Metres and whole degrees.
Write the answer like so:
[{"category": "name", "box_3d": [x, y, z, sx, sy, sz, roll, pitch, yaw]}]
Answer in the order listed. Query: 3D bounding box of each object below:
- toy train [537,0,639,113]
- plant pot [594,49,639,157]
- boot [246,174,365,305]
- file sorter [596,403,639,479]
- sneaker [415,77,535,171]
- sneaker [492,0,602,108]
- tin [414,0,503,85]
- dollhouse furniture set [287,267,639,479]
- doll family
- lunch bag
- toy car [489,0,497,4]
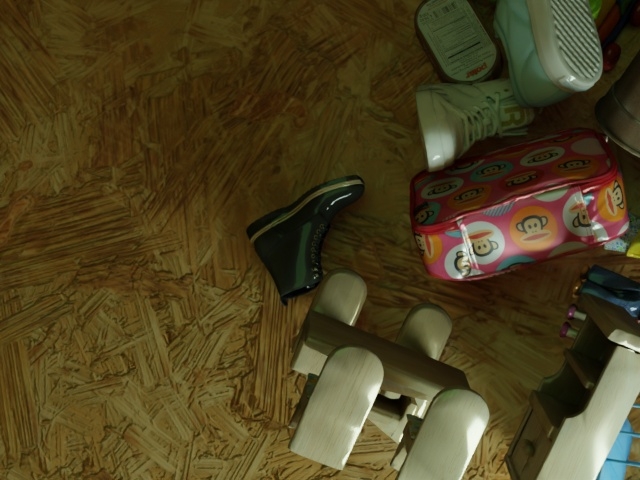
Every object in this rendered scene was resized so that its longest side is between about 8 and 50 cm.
[{"category": "toy train", "box_3d": [0.395, -0.316, 1.733, 0.105, 0.143, 0.248, 31, 78, 23]}, {"category": "plant pot", "box_3d": [0.495, -0.218, 1.619, 0.167, 0.165, 0.167, 12, 40, -10]}, {"category": "boot", "box_3d": [0.000, 0.000, 1.752, 0.198, 0.077, 0.137, -30, 68, 15]}, {"category": "file sorter", "box_3d": [0.411, 0.304, 1.469, 0.105, 0.118, 0.170, 5, 61, 28]}, {"category": "sneaker", "box_3d": [0.225, -0.180, 1.668, 0.169, 0.292, 0.108, -5, 111, 9]}, {"category": "sneaker", "box_3d": [0.295, -0.360, 1.668, 0.150, 0.135, 0.365, -29, 55, 48]}, {"category": "tin", "box_3d": [0.217, -0.317, 1.839, 0.106, 0.040, 0.189, -28, 65, 6]}, {"category": "dollhouse furniture set", "box_3d": [0.178, 0.150, 1.458, 0.394, 0.362, 0.256, 22, 101, -5]}, {"category": "doll family", "box_3d": [0.441, 0.056, 1.584, 0.163, 0.118, 0.263, 20, 74, 20]}, {"category": "lunch bag", "box_3d": [0.274, -0.060, 1.626, 0.293, 0.120, 0.258, -15, 21, 10]}, {"category": "toy car", "box_3d": [0.253, -0.494, 1.806, 0.155, 0.188, 0.149, 35, 65, 24]}]
